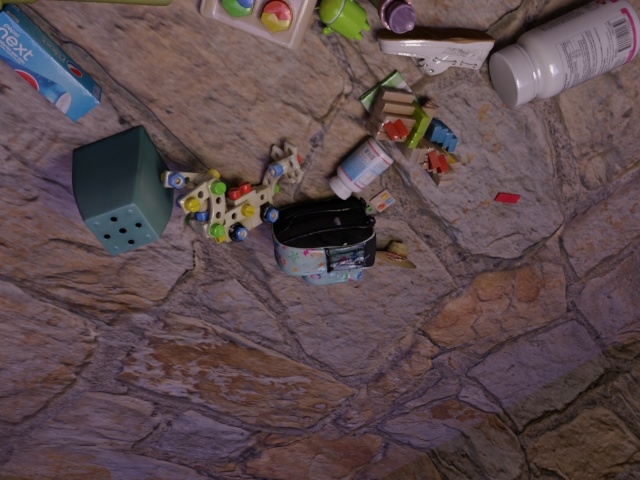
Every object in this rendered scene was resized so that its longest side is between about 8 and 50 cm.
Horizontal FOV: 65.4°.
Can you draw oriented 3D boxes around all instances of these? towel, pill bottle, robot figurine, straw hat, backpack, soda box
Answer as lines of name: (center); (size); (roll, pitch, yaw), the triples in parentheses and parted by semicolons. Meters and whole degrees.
towel: (0.176, -0.322, 1.205); (0.113, 0.023, 0.152); (-36, 130, 12)
pill bottle: (0.547, -0.423, 1.138); (0.283, 0.160, 0.160); (-23, 134, 3)
robot figurine: (0.046, -0.453, 1.004); (0.115, 0.067, 0.101); (21, 133, -32)
straw hat: (0.235, 0.033, 1.514); (0.145, 0.145, 0.061); (28, 75, -36)
backpack: (0.000, 0.000, 1.298); (0.254, 0.225, 0.191); (-5, 127, -9)
pill bottle: (0.099, -0.179, 1.260); (0.160, 0.087, 0.087); (-41, 131, 19)
soda box: (-0.515, -0.328, 0.930); (0.071, 0.067, 0.210); (-31, 133, 10)

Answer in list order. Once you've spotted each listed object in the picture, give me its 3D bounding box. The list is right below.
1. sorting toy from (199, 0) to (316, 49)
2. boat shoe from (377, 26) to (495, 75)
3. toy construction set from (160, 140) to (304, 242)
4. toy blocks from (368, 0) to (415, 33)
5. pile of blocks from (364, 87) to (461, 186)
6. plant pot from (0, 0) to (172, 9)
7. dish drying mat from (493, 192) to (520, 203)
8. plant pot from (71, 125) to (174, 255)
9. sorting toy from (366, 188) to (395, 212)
sorting toy: (-0.104, -0.478, 0.935); (0.209, 0.038, 0.193); (13, 126, -18)
boat shoe: (0.250, -0.407, 1.095); (0.277, 0.098, 0.096); (-4, 131, -17)
toy construction set: (-0.191, -0.113, 1.172); (0.328, 0.151, 0.214); (-25, 123, -25)
toy blocks: (0.171, -0.542, 0.832); (0.289, 0.260, 0.309); (-33, 133, 12)
pile of blocks: (0.267, -0.239, 1.218); (0.362, 0.112, 0.149); (23, 120, -42)
plant pot: (-0.349, -0.470, 0.747); (0.254, 0.276, 0.276); (-3, 133, -32)
dish drying mat: (0.569, -0.129, 1.520); (0.083, 0.008, 0.032); (4, 130, -23)
plant pot: (-0.418, -0.094, 1.060); (0.166, 0.234, 0.165); (-20, 134, 0)
sorting toy: (0.166, -0.102, 1.405); (0.083, 0.012, 0.062); (-37, 132, 15)
